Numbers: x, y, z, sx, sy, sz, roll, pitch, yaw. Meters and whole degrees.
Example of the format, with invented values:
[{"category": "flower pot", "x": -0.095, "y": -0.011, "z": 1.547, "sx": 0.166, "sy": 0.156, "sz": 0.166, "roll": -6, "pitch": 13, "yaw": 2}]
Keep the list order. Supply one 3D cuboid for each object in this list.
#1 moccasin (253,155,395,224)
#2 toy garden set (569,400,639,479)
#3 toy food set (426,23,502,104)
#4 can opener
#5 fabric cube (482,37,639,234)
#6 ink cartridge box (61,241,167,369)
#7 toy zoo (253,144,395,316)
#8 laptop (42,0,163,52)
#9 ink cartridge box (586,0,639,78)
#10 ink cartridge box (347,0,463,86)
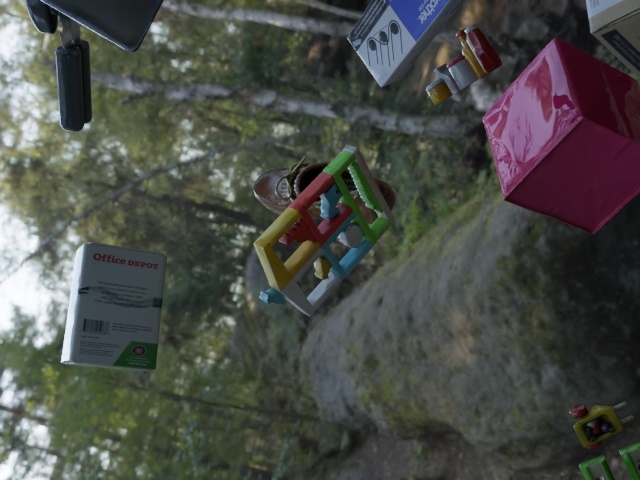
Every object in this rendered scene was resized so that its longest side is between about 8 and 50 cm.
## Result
[{"category": "moccasin", "x": -0.015, "y": -0.117, "z": 1.914, "sx": 0.380, "sy": 0.147, "sz": 0.139, "roll": 16, "pitch": 68, "yaw": 45}, {"category": "toy garden set", "x": 0.522, "y": 0.320, "z": 1.319, "sx": 0.204, "sy": 0.244, "sz": 0.049, "roll": 63, "pitch": -168, "yaw": -8}, {"category": "toy food set", "x": 0.275, "y": -0.355, "z": 1.663, "sx": 0.111, "sy": 0.104, "sz": 0.232, "roll": -27, "pitch": 6, "yaw": 47}, {"category": "can opener", "x": -0.455, "y": -0.333, "z": 1.517, "sx": 0.074, "sy": 0.093, "sz": 0.280, "roll": -68, "pitch": -17, "yaw": -56}, {"category": "fabric cube", "x": 0.533, "y": -0.214, "z": 1.791, "sx": 0.254, "sy": 0.259, "sz": 0.258, "roll": -51, "pitch": 31, "yaw": 39}, {"category": "ink cartridge box", "x": -0.363, "y": 0.119, "z": 1.505, "sx": 0.087, "sy": 0.153, "sz": 0.208, "roll": -20, "pitch": 62, "yaw": 61}, {"category": "toy zoo", "x": 0.000, "y": 0.000, "z": 1.487, "sx": 0.293, "sy": 0.030, "sz": 0.192, "roll": -47, "pitch": -48, "yaw": -18}, {"category": "laptop", "x": -0.224, "y": -0.452, "z": 1.085, "sx": 0.382, "sy": 0.236, "sz": 0.408, "roll": -60, "pitch": 8, "yaw": 6}, {"category": "ink cartridge box", "x": 0.476, "y": -0.377, "z": 1.282, "sx": 0.088, "sy": 0.193, "sz": 0.234, "roll": -22, "pitch": 56, "yaw": 41}, {"category": "ink cartridge box", "x": 0.118, "y": -0.316, "z": 1.200, "sx": 0.046, "sy": 0.097, "sz": 0.207, "roll": -28, "pitch": -10, "yaw": -32}]
